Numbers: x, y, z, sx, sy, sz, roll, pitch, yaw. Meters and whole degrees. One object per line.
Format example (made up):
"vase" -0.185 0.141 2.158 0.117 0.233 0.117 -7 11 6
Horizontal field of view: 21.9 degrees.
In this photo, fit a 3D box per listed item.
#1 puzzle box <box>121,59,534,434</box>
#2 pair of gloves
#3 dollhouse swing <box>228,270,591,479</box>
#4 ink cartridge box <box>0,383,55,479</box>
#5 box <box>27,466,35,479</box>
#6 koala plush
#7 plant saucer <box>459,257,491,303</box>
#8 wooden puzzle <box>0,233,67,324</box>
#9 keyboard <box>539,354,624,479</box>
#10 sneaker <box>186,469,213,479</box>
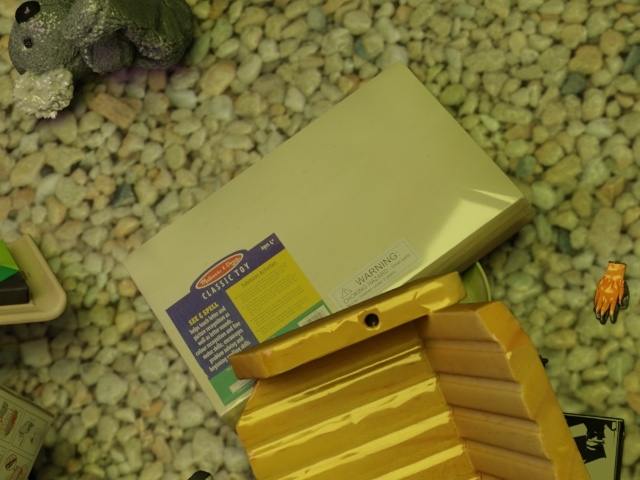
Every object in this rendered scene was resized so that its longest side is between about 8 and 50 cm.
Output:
"puzzle box" 0.000 0.000 1.863 0.409 0.052 0.272 -36 51 -1
"pair of gloves" 0.342 0.063 1.812 0.083 0.010 0.074 15 73 18
"dollhouse swing" 0.088 0.237 1.583 0.315 0.305 0.347 -22 92 4
"ink cartridge box" -0.477 0.274 1.776 0.272 0.130 0.309 15 74 31
"box" -0.350 0.320 1.839 0.058 0.087 0.232 -14 66 8
"koala plush" -0.291 -0.257 2.020 0.221 0.203 0.196 -28 54 25
"plant saucer" 0.076 0.097 1.820 0.241 0.037 0.241 -12 54 17
"wooden puzzle" -0.425 0.046 1.875 0.239 0.044 0.221 -9 24 -19
"keyboard" 0.168 0.201 1.791 0.317 0.033 0.201 5 72 14
"sneaker" -0.148 0.368 1.790 0.097 0.084 0.234 23 76 -4
